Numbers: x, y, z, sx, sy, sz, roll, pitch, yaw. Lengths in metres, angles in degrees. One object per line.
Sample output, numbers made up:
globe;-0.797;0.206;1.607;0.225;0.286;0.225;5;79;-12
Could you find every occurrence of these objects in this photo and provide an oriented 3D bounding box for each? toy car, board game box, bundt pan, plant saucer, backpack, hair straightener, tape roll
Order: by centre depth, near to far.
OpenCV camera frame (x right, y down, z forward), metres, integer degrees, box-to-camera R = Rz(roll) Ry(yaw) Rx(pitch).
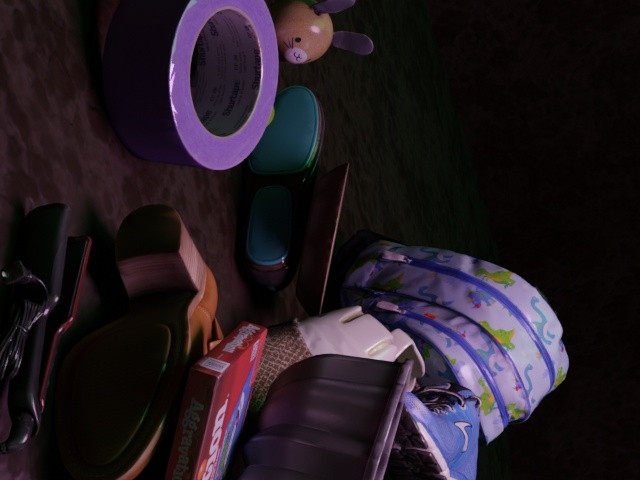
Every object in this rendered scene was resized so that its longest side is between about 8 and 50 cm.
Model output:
hair straightener;-0.223;0.057;0.934;0.089;0.047;0.230;66;24;-44
board game box;-0.105;0.217;1.059;0.145;0.027;0.281;-39;144;-73
bundt pan;-0.016;0.253;1.198;0.331;0.124;0.330;15;90;-83
tape roll;-0.123;-0.166;1.245;0.189;0.080;0.188;-27;122;-57
toy car;-0.037;-0.236;1.532;0.155;0.189;0.148;60;24;-53
plant saucer;0.000;0.000;1.546;0.198;0.036;0.198;12;90;-88
backpack;0.182;0.147;1.826;0.273;0.356;0.290;-44;125;-43

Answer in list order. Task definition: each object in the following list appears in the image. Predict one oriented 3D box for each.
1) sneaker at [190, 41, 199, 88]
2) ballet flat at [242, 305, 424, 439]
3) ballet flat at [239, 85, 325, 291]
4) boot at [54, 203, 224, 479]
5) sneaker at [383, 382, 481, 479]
sneaker;-0.136;-0.291;1.313;0.107;0.124;0.283;-75;152;-58
ballet flat;0.027;0.163;1.525;0.164;0.182;0.483;57;7;20
ballet flat;-0.051;-0.059;1.589;0.096;0.095;0.280;77;21;-57
boot;-0.138;0.136;1.116;0.220;0.109;0.283;75;10;-45
sneaker;0.112;0.224;1.486;0.330;0.130;0.147;57;42;-62
